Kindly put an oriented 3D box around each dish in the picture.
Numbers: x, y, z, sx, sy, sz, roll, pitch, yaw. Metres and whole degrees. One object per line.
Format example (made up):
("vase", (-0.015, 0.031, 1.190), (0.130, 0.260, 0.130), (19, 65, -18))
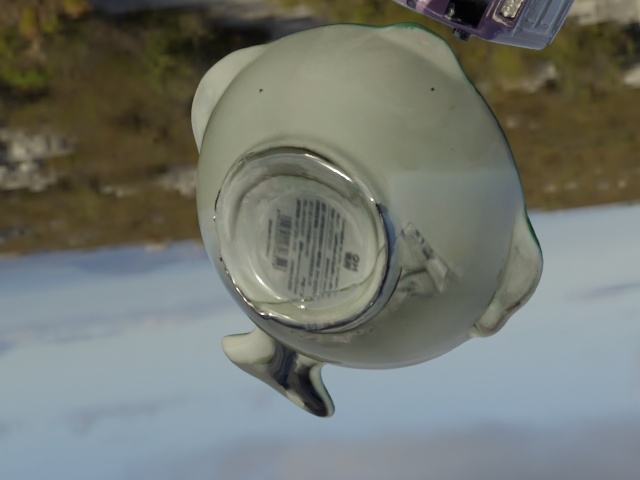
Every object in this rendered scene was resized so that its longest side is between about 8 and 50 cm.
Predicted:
("dish", (0.000, 0.000, 0.929), (0.224, 0.246, 0.078), (32, -150, 15))

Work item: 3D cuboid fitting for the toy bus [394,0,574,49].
("toy bus", (0.121, -0.184, 1.199), (0.098, 0.087, 0.178), (32, -166, 16))
